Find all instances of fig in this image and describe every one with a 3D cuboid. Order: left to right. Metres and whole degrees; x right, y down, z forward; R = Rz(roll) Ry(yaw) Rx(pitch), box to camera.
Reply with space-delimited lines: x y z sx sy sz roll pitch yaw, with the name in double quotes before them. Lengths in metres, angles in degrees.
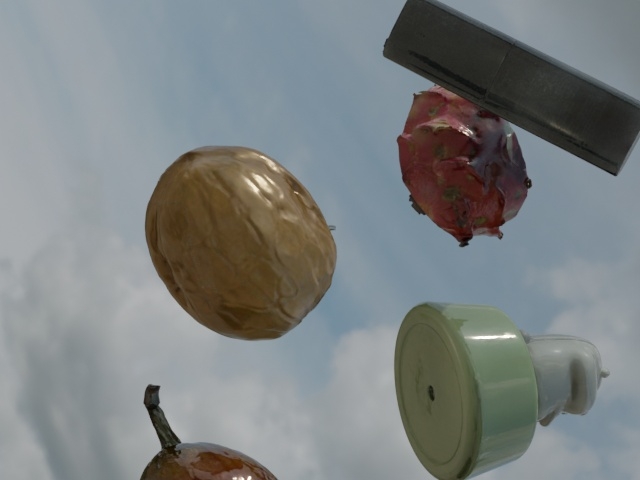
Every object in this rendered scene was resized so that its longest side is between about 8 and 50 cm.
"fig" -0.131 0.275 1.321 0.202 0.149 0.148 20 -38 34

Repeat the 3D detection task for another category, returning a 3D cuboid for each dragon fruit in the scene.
"dragon fruit" 0.218 -0.105 1.951 0.126 0.161 0.274 -12 -72 57

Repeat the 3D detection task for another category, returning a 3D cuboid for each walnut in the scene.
"walnut" -0.089 -0.001 1.377 0.221 0.195 0.195 58 -22 -17

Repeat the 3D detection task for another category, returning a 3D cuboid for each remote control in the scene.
"remote control" 0.268 -0.221 1.775 0.377 0.044 0.107 30 -82 18

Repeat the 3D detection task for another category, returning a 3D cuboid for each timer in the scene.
"timer" 0.315 0.228 2.077 0.291 0.315 0.290 175 -90 -69

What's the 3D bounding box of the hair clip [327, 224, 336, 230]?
"hair clip" -0.001 0.000 1.599 0.115 0.030 0.039 -58 152 -76
